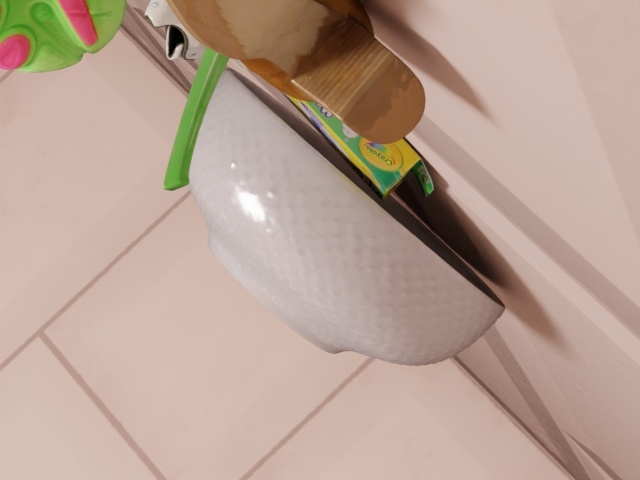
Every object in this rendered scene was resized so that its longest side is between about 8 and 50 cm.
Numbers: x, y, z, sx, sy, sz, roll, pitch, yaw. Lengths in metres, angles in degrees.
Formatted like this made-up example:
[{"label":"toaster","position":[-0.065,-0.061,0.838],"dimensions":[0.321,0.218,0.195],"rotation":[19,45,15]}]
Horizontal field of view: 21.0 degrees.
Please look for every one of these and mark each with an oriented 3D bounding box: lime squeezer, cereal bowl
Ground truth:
[{"label":"lime squeezer","position":[-0.098,-0.201,1.315],"dimensions":[0.059,0.110,0.310],"rotation":[-2,-106,-48]},{"label":"cereal bowl","position":[0.000,0.000,1.592],"dimensions":[0.339,0.141,0.339],"rotation":[41,-174,-5]}]

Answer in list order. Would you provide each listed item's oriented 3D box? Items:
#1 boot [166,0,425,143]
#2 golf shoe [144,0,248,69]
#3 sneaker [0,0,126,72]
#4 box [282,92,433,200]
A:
[{"label":"boot","position":[-0.067,-0.179,1.027],"dimensions":[0.211,0.104,0.295],"rotation":[44,180,44]},{"label":"golf shoe","position":[-0.106,-0.192,1.574],"dimensions":[0.069,0.086,0.176],"rotation":[43,177,32]},{"label":"sneaker","position":[-0.311,-0.351,1.325],"dimensions":[0.202,0.185,0.482],"rotation":[-95,-18,-59]},{"label":"box","position":[0.023,-0.097,1.437],"dimensions":[0.179,0.043,0.105],"rotation":[45,177,3]}]
